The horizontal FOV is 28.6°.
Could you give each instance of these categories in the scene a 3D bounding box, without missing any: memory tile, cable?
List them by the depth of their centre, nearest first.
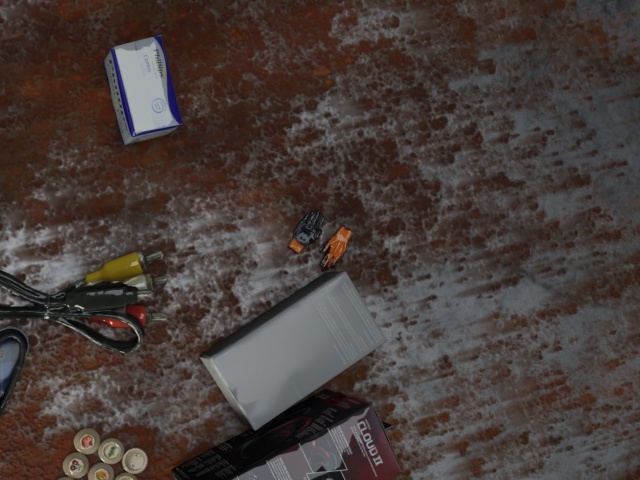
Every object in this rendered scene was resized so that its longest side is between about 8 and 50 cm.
[{"bbox_3d":[-0.353,0.090,1.754,0.287,0.072,0.140,-2,106,-4],"label":"cable"},{"bbox_3d":[-0.316,0.346,1.761,0.113,0.012,0.148,26,81,-14],"label":"memory tile"}]

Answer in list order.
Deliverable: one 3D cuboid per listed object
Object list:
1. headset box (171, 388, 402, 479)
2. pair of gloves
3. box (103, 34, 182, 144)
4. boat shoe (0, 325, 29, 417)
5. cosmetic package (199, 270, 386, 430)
[{"bbox_3d":[-0.039,0.312,1.735,0.293,0.218,0.110,-26,96,-16],"label":"headset box"},{"bbox_3d":[0.000,0.000,1.866,0.083,0.010,0.074,32,81,-10],"label":"pair of gloves"},{"bbox_3d":[-0.248,-0.205,1.736,0.072,0.137,0.126,-14,92,-15],"label":"box"},{"bbox_3d":[-0.459,0.222,1.692,0.080,0.076,0.228,33,80,-12],"label":"boat shoe"},{"bbox_3d":[-0.040,0.155,1.803,0.238,0.107,0.127,-31,96,-12],"label":"cosmetic package"}]
